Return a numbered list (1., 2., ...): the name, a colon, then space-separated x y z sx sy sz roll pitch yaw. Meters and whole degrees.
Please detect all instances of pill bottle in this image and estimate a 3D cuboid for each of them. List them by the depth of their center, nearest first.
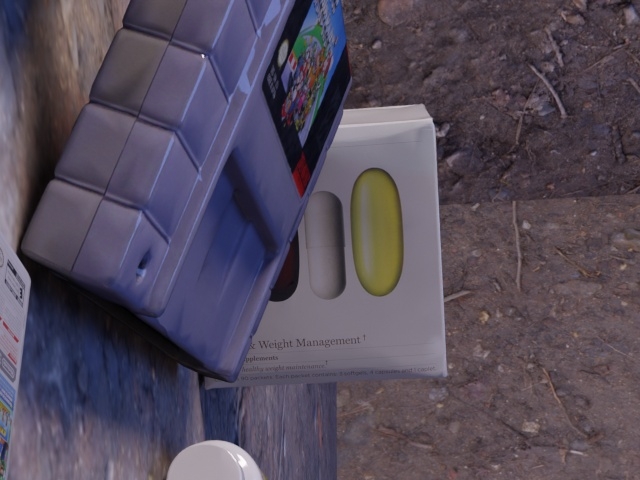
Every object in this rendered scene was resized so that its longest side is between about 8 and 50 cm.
1. pill bottle: -0.067 0.168 0.764 0.116 0.065 0.065 76 11 -68

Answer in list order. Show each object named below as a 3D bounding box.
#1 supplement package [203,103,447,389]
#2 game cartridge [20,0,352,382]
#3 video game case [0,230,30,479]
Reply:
1. supplement package: 0.000 0.000 0.947 0.149 0.194 0.203 -78 164 -79
2. game cartridge: -0.049 -0.048 0.669 0.355 0.068 0.230 71 44 -76
3. video game case: -0.124 0.047 0.401 0.087 0.011 0.122 82 6 -60
